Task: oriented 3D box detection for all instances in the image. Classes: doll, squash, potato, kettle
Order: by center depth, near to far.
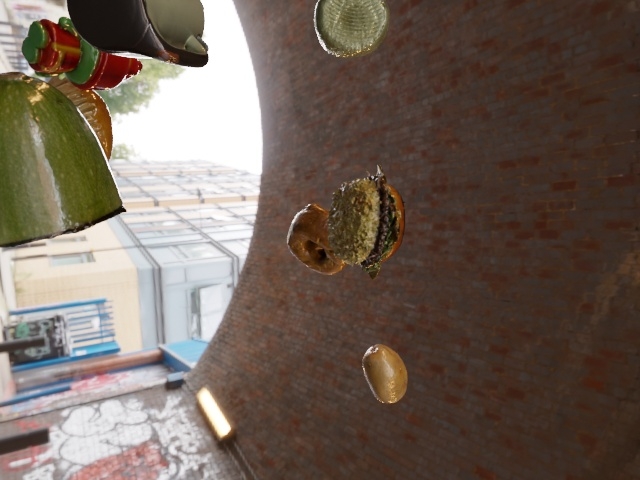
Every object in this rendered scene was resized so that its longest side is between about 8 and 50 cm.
[{"bbox_3d":[-0.316,-0.410,0.926,0.165,0.240,0.255,-50,-173,20],"label":"kettle"},{"bbox_3d":[-0.592,-0.169,0.991,0.310,0.311,0.308,19,-56,59],"label":"squash"},{"bbox_3d":[0.181,0.368,1.365,0.118,0.110,0.178,-70,140,-61],"label":"potato"},{"bbox_3d":[-0.627,-0.506,1.374,0.160,0.363,0.182,42,-67,9],"label":"doll"}]

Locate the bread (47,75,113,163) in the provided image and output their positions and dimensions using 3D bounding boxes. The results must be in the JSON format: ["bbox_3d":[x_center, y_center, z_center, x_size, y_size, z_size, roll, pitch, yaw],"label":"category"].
[{"bbox_3d":[-0.807,-0.343,1.628,0.236,0.183,0.388,53,-36,6],"label":"bread"}]

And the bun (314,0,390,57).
[{"bbox_3d":[0.082,-0.574,1.295,0.118,0.196,0.195,-80,170,-79],"label":"bun"}]

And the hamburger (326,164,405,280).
[{"bbox_3d":[0.102,-0.047,1.175,0.261,0.139,0.243,116,-29,-42],"label":"hamburger"}]

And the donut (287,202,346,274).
[{"bbox_3d":[0.002,0.000,1.493,0.227,0.113,0.226,22,-38,18],"label":"donut"}]
